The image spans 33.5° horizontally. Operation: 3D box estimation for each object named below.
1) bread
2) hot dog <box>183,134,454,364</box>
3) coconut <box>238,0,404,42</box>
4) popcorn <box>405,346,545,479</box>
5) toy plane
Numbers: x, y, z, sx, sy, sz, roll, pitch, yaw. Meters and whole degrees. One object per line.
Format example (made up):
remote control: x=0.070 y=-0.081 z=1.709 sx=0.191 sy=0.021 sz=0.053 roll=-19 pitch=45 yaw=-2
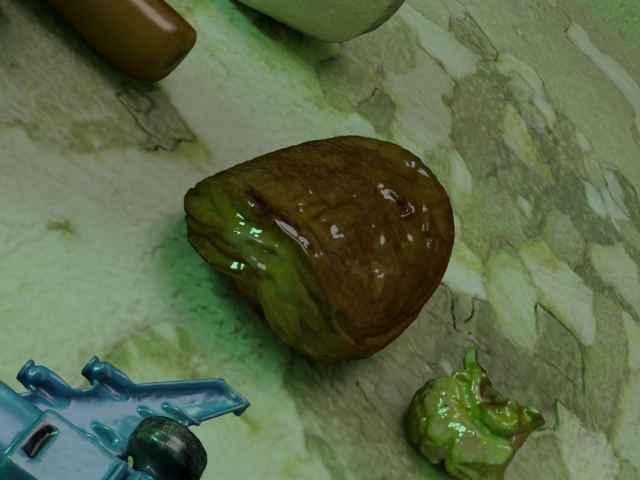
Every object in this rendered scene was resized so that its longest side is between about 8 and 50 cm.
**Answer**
bread: x=-0.217 y=-0.233 z=0.930 sx=0.239 sy=0.074 sz=0.092 roll=41 pitch=11 yaw=-3
hot dog: x=0.000 y=0.000 z=0.852 sx=0.196 sy=0.122 sz=0.272 roll=46 pitch=32 yaw=8
coconut: x=-0.013 y=-0.364 z=1.210 sx=0.265 sy=0.237 sz=0.237 roll=19 pitch=36 yaw=-36
popcorn: x=0.121 y=0.146 z=0.852 sx=0.096 sy=0.089 sz=0.109 roll=24 pitch=35 yaw=-12
toy plane: x=-0.133 y=0.126 z=0.529 sx=0.271 sy=0.105 sz=0.254 roll=44 pitch=42 yaw=-8
